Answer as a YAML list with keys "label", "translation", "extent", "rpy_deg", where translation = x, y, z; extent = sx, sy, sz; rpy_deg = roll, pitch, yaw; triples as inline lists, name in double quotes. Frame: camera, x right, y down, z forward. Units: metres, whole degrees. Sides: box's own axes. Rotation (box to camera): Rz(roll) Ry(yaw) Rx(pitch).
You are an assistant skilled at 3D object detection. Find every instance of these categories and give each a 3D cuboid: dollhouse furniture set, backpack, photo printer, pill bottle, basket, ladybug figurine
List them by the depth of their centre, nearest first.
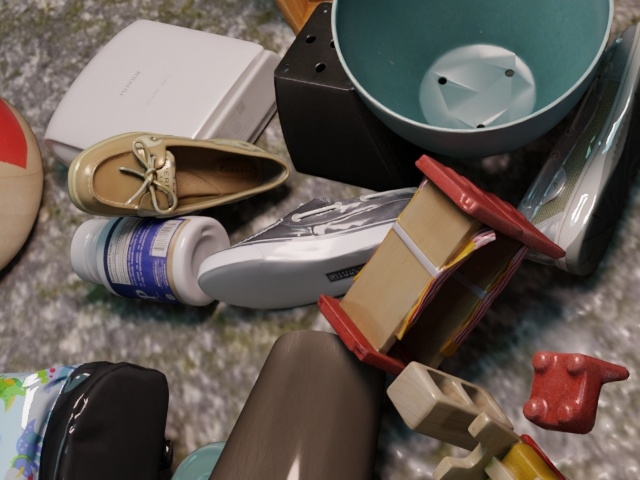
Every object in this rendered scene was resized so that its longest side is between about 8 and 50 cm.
- label: "dollhouse furniture set"
  translation: [0.171, 0.105, 1.095]
  extent: [0.201, 0.152, 0.374]
  rpy_deg: [-54, 40, 14]
- label: "basket"
  translation: [-0.019, 0.219, 1.179]
  extent: [0.204, 0.154, 0.226]
  rpy_deg: [-11, 47, 38]
- label: "backpack"
  translation: [-0.376, 0.272, 1.277]
  extent: [0.356, 0.273, 0.290]
  rpy_deg: [-9, 65, 38]
- label: "pill bottle"
  translation: [-0.217, 0.020, 1.453]
  extent: [0.187, 0.112, 0.112]
  rpy_deg: [5, 59, 30]
- label: "photo printer"
  translation: [-0.230, -0.185, 1.615]
  extent: [0.308, 0.107, 0.256]
  rpy_deg: [19, 67, 36]
- label: "ladybug figurine"
  translation: [-0.578, -0.107, 1.700]
  extent: [0.305, 0.162, 0.449]
  rpy_deg: [-39, 48, -4]

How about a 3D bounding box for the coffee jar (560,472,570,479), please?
- label: "coffee jar"
  translation: [0.176, 0.300, 1.061]
  extent: [0.184, 0.079, 0.096]
  rpy_deg: [-46, 46, -11]

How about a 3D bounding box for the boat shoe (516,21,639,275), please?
- label: "boat shoe"
  translation: [0.301, -0.113, 1.284]
  extent: [0.103, 0.118, 0.320]
  rpy_deg: [14, 70, 29]

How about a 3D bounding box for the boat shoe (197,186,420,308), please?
- label: "boat shoe"
  translation: [0.000, 0.000, 1.360]
  extent: [0.301, 0.108, 0.102]
  rpy_deg: [-14, 51, 15]

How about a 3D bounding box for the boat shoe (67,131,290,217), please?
- label: "boat shoe"
  translation: [-0.171, -0.085, 1.414]
  extent: [0.285, 0.104, 0.089]
  rpy_deg: [-12, 13, -38]

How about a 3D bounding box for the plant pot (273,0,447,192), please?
- label: "plant pot"
  translation: [0.051, -0.190, 1.435]
  extent: [0.188, 0.167, 0.187]
  rpy_deg: [17, 66, 34]

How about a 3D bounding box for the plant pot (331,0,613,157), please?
- label: "plant pot"
  translation: [0.171, -0.206, 1.277]
  extent: [0.290, 0.195, 0.290]
  rpy_deg: [-4, 68, 9]

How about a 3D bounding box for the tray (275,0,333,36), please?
- label: "tray"
  translation: [-0.016, -0.436, 1.487]
  extent: [0.203, 0.411, 0.076]
  rpy_deg: [-1, 57, 27]

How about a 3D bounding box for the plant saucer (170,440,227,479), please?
- label: "plant saucer"
  translation: [-0.123, 0.273, 1.275]
  extent: [0.119, 0.021, 0.119]
  rpy_deg: [-14, 51, 17]
